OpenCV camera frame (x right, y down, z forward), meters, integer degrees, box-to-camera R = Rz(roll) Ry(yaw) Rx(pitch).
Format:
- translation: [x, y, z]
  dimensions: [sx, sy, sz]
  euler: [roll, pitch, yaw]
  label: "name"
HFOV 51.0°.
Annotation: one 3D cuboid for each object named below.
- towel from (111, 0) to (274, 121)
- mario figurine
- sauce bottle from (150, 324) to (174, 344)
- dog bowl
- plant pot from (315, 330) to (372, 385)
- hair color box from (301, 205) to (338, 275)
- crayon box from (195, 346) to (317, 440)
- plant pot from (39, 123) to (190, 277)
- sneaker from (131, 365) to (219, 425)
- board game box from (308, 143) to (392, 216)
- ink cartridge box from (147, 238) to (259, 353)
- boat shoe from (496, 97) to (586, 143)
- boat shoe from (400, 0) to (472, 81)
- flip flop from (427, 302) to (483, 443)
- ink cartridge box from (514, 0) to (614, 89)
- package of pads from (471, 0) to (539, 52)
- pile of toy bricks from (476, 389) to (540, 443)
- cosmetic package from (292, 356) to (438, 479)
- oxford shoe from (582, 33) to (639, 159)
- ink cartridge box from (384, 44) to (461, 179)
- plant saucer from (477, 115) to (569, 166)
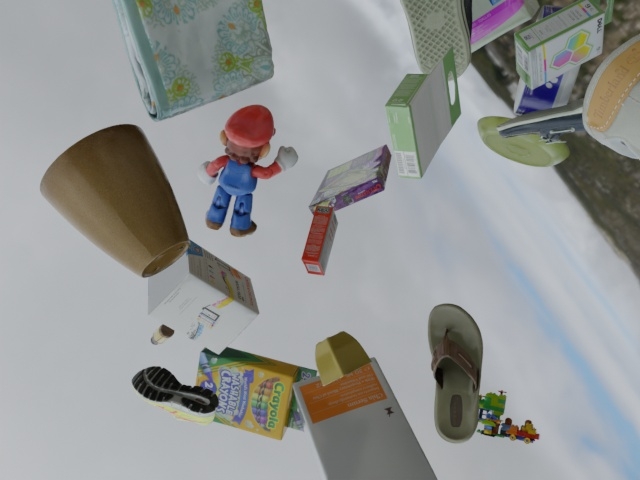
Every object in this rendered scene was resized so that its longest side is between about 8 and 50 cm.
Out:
- translation: [-0.260, -0.470, 1.397]
  dimensions: [0.090, 0.321, 0.374]
  euler: [26, 135, 47]
  label: "towel"
- translation: [-0.180, -0.179, 1.650]
  dimensions: [0.198, 0.320, 0.170]
  euler: [6, -156, -30]
  label: "mario figurine"
- translation: [-0.422, 0.250, 1.779]
  dimensions: [0.042, 0.128, 0.042]
  euler: [12, -114, -27]
  label: "sauce bottle"
- translation: [0.547, -0.420, 1.602]
  dimensions: [0.104, 0.264, 0.265]
  euler: [14, -160, 9]
  label: "dog bowl"
- translation: [0.036, 0.232, 1.350]
  dimensions: [0.081, 0.081, 0.083]
  euler: [-18, -105, -39]
  label: "plant pot"
- translation: [0.000, 0.000, 1.513]
  dimensions: [0.072, 0.043, 0.141]
  euler: [69, -147, -58]
  label: "hair color box"
- translation: [-0.188, 0.427, 1.882]
  dimensions: [0.323, 0.203, 0.083]
  euler: [13, -165, 8]
  label: "crayon box"
- translation: [-0.381, -0.061, 1.339]
  dimensions: [0.254, 0.237, 0.237]
  euler: [51, -160, 9]
  label: "plant pot"
- translation: [-0.318, 0.347, 1.454]
  dimensions: [0.209, 0.094, 0.081]
  euler: [21, -132, 15]
  label: "sneaker"
- translation: [0.094, -0.174, 1.916]
  dimensions: [0.056, 0.208, 0.347]
  euler: [58, -160, -14]
  label: "board game box"
- translation: [-0.308, 0.146, 1.760]
  dimensions: [0.233, 0.168, 0.171]
  euler: [36, -163, -31]
  label: "ink cartridge box"
- translation: [0.523, -0.256, 1.486]
  dimensions: [0.095, 0.255, 0.079]
  euler: [-64, -42, -64]
  label: "boat shoe"
- translation: [0.267, -0.610, 1.560]
  dimensions: [0.500, 0.187, 0.155]
  euler: [70, -158, -46]
  label: "boat shoe"
- translation: [0.263, 0.260, 1.335]
  dimensions: [0.080, 0.112, 0.276]
  euler: [35, -125, -64]
  label: "flip flop"
- translation: [0.477, -0.387, 1.275]
  dimensions: [0.062, 0.209, 0.109]
  euler: [66, -175, 32]
  label: "ink cartridge box"
- translation: [0.388, -0.658, 1.749]
  dimensions: [0.296, 0.229, 0.101]
  euler: [52, -130, -14]
  label: "package of pads"
- translation: [0.399, 0.394, 1.541]
  dimensions: [0.118, 0.212, 0.105]
  euler: [31, -112, -64]
  label: "pile of toy bricks"
- translation: [0.108, 0.506, 1.556]
  dimensions: [0.453, 0.230, 0.161]
  euler: [-119, 14, -51]
  label: "cosmetic package"
- translation: [0.393, -0.142, 0.669]
  dimensions: [0.449, 0.169, 0.130]
  euler: [-12, -138, -46]
  label: "oxford shoe"
- translation: [0.209, -0.258, 1.336]
  dimensions: [0.235, 0.056, 0.171]
  euler: [-57, -37, -37]
  label: "ink cartridge box"
- translation: [0.503, -0.241, 1.696]
  dimensions: [0.241, 0.037, 0.241]
  euler: [24, 176, 2]
  label: "plant saucer"
